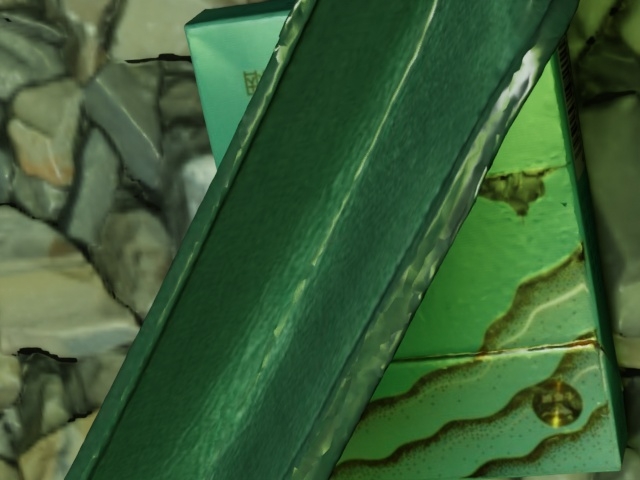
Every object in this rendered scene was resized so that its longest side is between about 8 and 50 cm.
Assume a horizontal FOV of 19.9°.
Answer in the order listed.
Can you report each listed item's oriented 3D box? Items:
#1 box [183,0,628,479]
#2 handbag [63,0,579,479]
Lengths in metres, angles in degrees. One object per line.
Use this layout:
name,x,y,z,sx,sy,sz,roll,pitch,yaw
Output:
box,0.042,0.000,0.814,0.162,0.041,0.229,-5,109,18
handbag,-0.001,0.000,0.670,0.089,0.238,0.326,26,113,2
